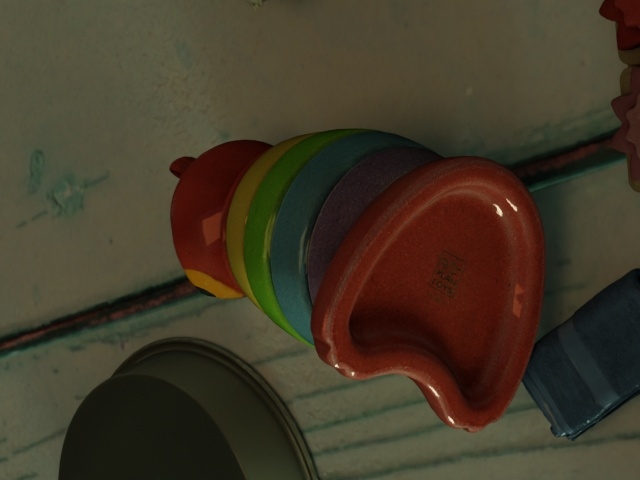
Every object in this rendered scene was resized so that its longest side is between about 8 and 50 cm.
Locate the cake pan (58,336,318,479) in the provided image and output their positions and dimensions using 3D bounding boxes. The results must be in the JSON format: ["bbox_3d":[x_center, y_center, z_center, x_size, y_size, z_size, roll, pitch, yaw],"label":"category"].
[{"bbox_3d":[-0.116,0.227,1.310,0.293,0.054,0.293,8,102,42],"label":"cake pan"}]

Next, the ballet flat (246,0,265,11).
[{"bbox_3d":[-0.010,-0.292,1.033,0.147,0.147,0.409,63,153,16],"label":"ballet flat"}]

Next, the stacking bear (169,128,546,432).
[{"bbox_3d":[0.000,0.000,1.098,0.289,0.175,0.164,17,81,51],"label":"stacking bear"}]

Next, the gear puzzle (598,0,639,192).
[{"bbox_3d":[0.227,-0.195,0.921,0.175,0.044,0.338,-2,95,44],"label":"gear puzzle"}]

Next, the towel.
[{"bbox_3d":[0.180,0.073,1.020,0.119,0.029,0.067,-45,67,39],"label":"towel"}]
